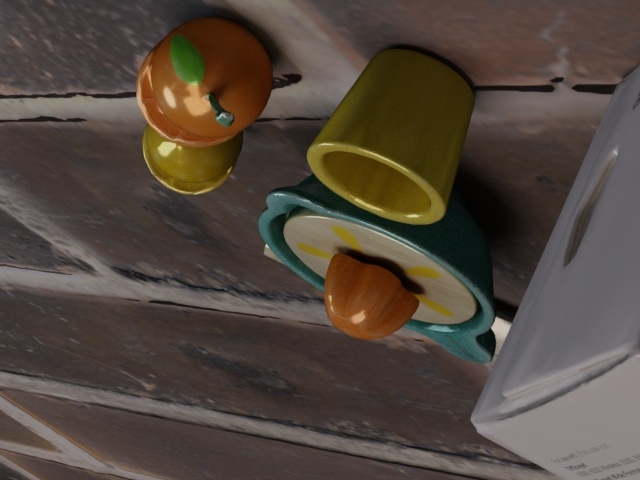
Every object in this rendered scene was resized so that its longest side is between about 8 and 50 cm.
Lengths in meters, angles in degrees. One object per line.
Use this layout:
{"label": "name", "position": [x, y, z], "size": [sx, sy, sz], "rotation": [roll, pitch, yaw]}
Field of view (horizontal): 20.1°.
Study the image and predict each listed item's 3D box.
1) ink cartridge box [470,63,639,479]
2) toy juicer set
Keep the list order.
{"label": "ink cartridge box", "position": [0.209, 0.036, 0.671], "size": [0.232, 0.171, 0.168], "rotation": [27, 161, -6]}
{"label": "toy juicer set", "position": [0.000, 0.000, 0.962], "size": [0.209, 0.089, 0.329], "rotation": [17, 160, 22]}
